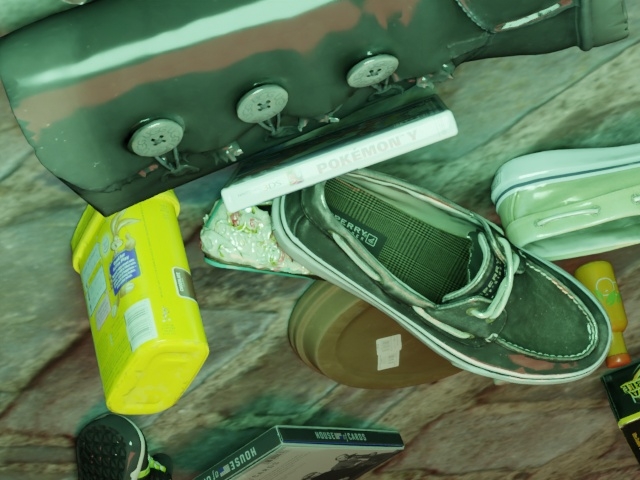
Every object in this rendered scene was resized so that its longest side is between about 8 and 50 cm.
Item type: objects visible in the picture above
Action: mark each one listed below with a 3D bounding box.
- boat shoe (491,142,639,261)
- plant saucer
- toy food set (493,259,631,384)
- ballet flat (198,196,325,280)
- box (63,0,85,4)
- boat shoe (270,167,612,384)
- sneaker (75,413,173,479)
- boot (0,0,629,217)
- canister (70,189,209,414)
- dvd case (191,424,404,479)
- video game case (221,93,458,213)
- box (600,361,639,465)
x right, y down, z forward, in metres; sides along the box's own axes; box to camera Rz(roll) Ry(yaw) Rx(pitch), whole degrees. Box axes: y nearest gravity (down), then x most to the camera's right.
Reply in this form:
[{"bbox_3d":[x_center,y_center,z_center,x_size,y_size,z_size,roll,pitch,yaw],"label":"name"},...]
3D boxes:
[{"bbox_3d":[0.312,-0.036,1.502,0.302,0.094,0.109,-8,152,4],"label":"boat shoe"},{"bbox_3d":[0.104,0.078,1.669,0.278,0.041,0.278,-12,148,-8],"label":"plant saucer"},{"bbox_3d":[0.188,0.080,1.549,0.232,0.104,0.111,4,155,-42],"label":"toy food set"},{"bbox_3d":[0.000,0.000,1.469,0.241,0.091,0.077,10,95,-39],"label":"ballet flat"},{"bbox_3d":[-0.094,-0.324,0.832,0.143,0.191,0.381,13,136,-38],"label":"box"},{"bbox_3d":[0.115,0.036,1.391,0.335,0.121,0.119,23,168,-15],"label":"boat shoe"},{"bbox_3d":[-0.208,0.246,1.768,0.097,0.084,0.234,-29,156,-30],"label":"sneaker"},{"bbox_3d":[-0.021,-0.192,1.127,0.445,0.146,0.367,-15,146,6],"label":"boot"},{"bbox_3d":[-0.154,0.048,1.381,0.073,0.170,0.126,3,143,-28],"label":"canister"},{"bbox_3d":[-0.037,0.267,1.860,0.179,0.029,0.239,-36,153,27],"label":"dvd case"},{"bbox_3d":[0.016,-0.074,1.302,0.183,0.023,0.201,-19,-172,4],"label":"video game case"},{"bbox_3d":[0.507,0.212,2.021,0.257,0.079,0.322,-21,148,10],"label":"box"}]
